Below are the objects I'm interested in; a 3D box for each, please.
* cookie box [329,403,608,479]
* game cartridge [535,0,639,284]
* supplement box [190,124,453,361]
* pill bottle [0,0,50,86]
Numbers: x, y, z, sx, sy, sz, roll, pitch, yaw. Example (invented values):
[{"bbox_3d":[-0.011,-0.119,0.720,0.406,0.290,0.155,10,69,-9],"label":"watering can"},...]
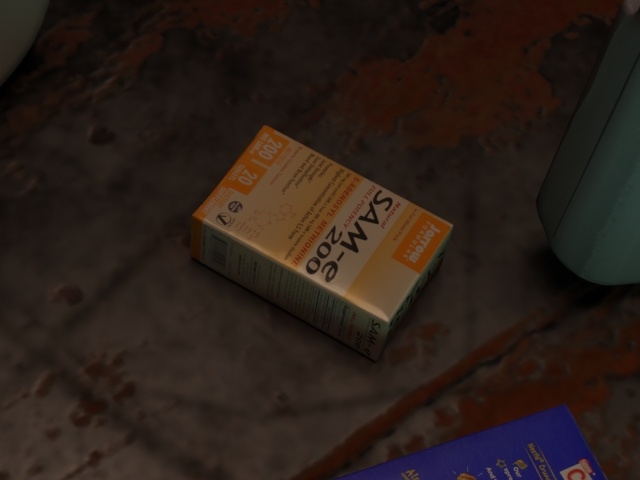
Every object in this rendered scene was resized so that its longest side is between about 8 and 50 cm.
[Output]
[{"bbox_3d":[0.064,0.124,0.543,0.107,0.040,0.092,-15,58,-16],"label":"cookie box"},{"bbox_3d":[0.245,-0.065,0.600,0.294,0.196,0.060,-13,65,-14],"label":"game cartridge"},{"bbox_3d":[0.000,0.000,0.623,0.098,0.036,0.062,28,58,12],"label":"supplement box"},{"bbox_3d":[-0.234,-0.151,0.649,0.215,0.117,0.117,37,59,17],"label":"pill bottle"}]
